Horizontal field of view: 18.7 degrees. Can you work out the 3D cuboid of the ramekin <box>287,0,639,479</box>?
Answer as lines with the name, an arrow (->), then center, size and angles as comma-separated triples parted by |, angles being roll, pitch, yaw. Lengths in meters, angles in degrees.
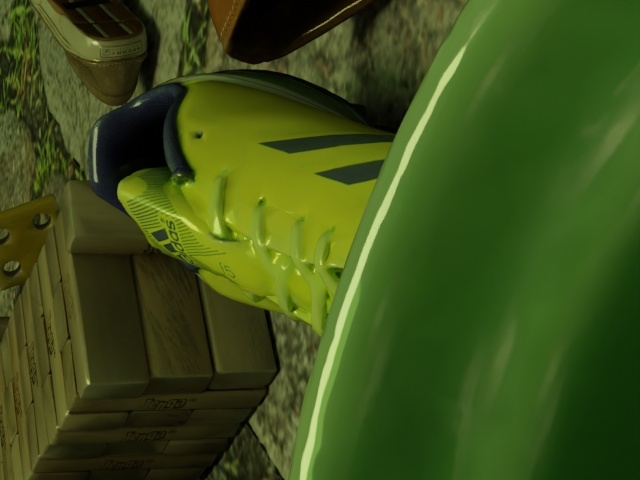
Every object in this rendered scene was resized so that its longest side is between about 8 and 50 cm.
ramekin -> 0.117, 0.082, 0.275 | 0.303, 0.148, 0.303 | -173, 90, -66

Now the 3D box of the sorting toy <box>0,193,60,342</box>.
sorting toy -> -0.202, 0.104, 1.121 | 0.046, 0.132, 0.275 | -126, 43, -55

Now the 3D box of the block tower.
block tower -> -0.116, 0.096, 0.966 | 0.335, 0.091, 0.097 | 122, 142, -53

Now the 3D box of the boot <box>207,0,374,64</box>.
boot -> 0.000, -0.212, 0.683 | 0.283, 0.109, 0.220 | -39, 61, 49

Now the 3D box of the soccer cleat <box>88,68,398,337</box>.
soccer cleat -> 0.000, 0.001, 0.639 | 0.289, 0.121, 0.093 | -149, 63, -65

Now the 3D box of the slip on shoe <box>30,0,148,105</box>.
slip on shoe -> -0.127, -0.118, 1.065 | 0.135, 0.051, 0.041 | -132, 35, -51
